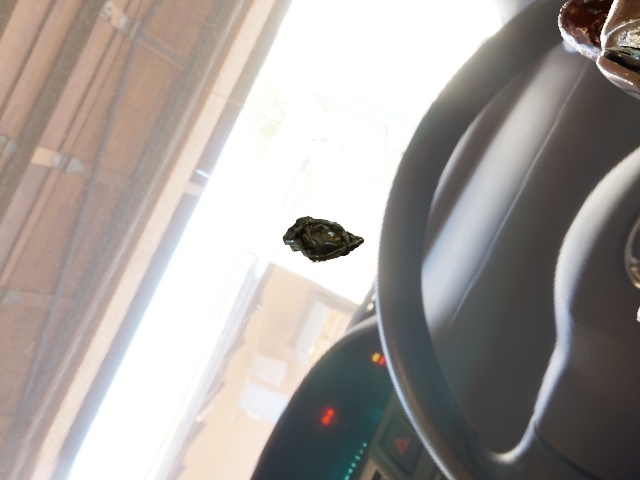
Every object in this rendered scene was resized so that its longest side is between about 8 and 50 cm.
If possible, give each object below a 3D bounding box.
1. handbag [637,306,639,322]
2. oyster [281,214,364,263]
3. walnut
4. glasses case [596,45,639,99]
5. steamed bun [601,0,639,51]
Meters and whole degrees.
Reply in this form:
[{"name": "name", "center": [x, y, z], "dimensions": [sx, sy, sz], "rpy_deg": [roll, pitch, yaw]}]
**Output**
[{"name": "handbag", "center": [0.931, 0.144, 1.460], "dimensions": [0.275, 0.302, 0.177], "rpy_deg": [-47, -25, -28]}, {"name": "oyster", "center": [0.001, -0.001, 0.967], "dimensions": [0.098, 0.100, 0.037], "rpy_deg": [-36, -31, -21]}, {"name": "walnut", "center": [0.736, -0.515, 1.546], "dimensions": [0.222, 0.244, 0.269], "rpy_deg": [-45, 40, 2]}, {"name": "glasses case", "center": [0.561, -0.220, 0.954], "dimensions": [0.122, 0.315, 0.075], "rpy_deg": [-99, 28, -61]}, {"name": "steamed bun", "center": [0.640, -0.413, 1.186], "dimensions": [0.301, 0.199, 0.251], "rpy_deg": [27, -104, -50]}]
